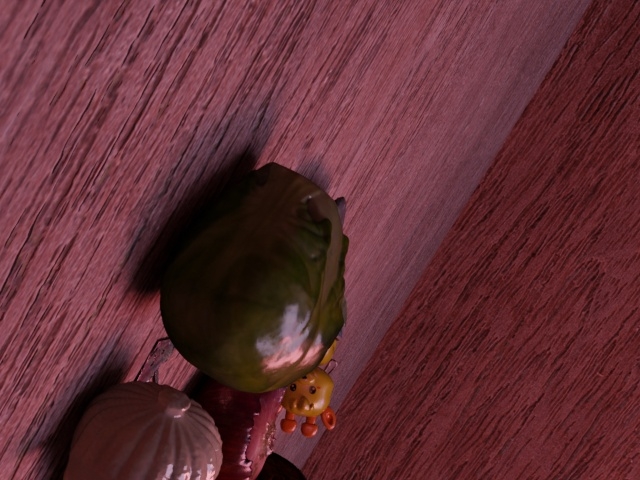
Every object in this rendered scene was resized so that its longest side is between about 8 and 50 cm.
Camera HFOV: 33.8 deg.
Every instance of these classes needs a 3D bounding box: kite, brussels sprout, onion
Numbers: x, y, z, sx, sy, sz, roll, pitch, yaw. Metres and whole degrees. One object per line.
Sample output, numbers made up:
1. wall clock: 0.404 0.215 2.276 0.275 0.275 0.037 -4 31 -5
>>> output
1. kite: -0.222 0.174 1.422 0.139 0.011 0.157 -46 164 -31
2. brussels sprout: -0.066 0.040 1.223 0.271 0.210 0.219 -64 150 -21
3. onion: -0.140 0.297 1.724 0.248 0.161 0.248 -59 179 -2

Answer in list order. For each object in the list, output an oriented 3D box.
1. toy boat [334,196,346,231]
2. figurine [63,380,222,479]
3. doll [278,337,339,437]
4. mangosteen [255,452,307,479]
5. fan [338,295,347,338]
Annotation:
1. toy boat: 0.000 0.000 1.612 0.206 0.096 0.282 -60 175 -26
2. figurine: -0.247 0.297 1.321 0.332 0.185 0.205 138 -39 -56
3. doll: -0.028 0.289 2.153 0.135 0.142 0.221 86 13 -73
4. mangosteen: -0.152 0.560 2.079 0.311 0.311 0.311 -53 168 -16
5. fan: 0.031 0.139 2.158 0.240 0.009 0.131 -41 118 -75
